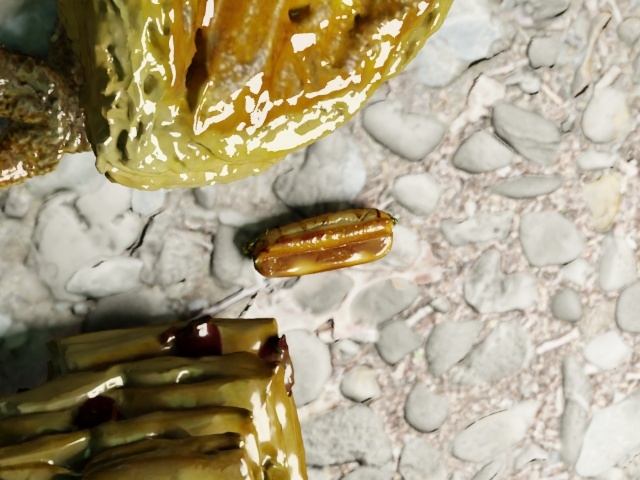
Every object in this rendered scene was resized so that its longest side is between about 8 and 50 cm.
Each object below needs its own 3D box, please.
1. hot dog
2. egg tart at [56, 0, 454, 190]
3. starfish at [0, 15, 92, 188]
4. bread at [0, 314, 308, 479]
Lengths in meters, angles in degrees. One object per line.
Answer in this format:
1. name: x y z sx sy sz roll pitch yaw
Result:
1. hot dog: 0.000 0.000 1.309 0.122 0.037 0.049 -8 123 -12
2. egg tart: -0.044 -0.219 1.111 0.339 0.153 0.351 -25 124 -30
3. starfish: -0.172 -0.123 1.193 0.247 0.050 0.138 -26 119 -22
4. bread: -0.164 0.243 1.244 0.370 0.191 0.314 -15 114 -16
